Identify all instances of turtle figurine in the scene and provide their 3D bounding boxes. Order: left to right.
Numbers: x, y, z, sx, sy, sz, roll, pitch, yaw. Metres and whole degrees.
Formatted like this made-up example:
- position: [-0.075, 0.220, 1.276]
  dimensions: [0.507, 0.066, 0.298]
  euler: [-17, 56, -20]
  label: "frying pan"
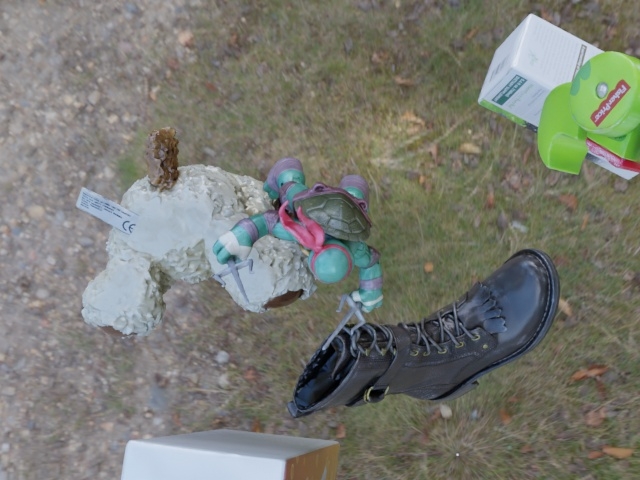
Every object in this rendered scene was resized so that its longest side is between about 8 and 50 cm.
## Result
- position: [0.000, 0.000, 0.834]
  dimensions: [0.175, 0.234, 0.118]
  euler: [31, 115, -16]
  label: "turtle figurine"

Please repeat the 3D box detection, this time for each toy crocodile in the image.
- position: [0.301, -0.074, 0.673]
  dimensions: [0.341, 0.115, 0.105]
  euler: [28, 108, 52]
  label: "toy crocodile"

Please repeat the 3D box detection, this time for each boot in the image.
- position: [0.108, 0.106, 0.922]
  dimensions: [0.263, 0.229, 0.091]
  euler: [-54, 50, 31]
  label: "boot"

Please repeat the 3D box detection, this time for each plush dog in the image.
- position: [-0.132, -0.019, 0.982]
  dimensions: [0.263, 0.225, 0.210]
  euler: [-13, 94, 9]
  label: "plush dog"

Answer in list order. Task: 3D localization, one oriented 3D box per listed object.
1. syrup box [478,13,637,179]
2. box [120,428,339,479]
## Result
- position: [0.335, -0.180, 1.118]
  dimensions: [0.237, 0.093, 0.096]
  euler: [26, 65, -8]
  label: "syrup box"
- position: [-0.092, 0.334, 0.991]
  dimensions: [0.168, 0.345, 0.214]
  euler: [3, 81, 11]
  label: "box"
